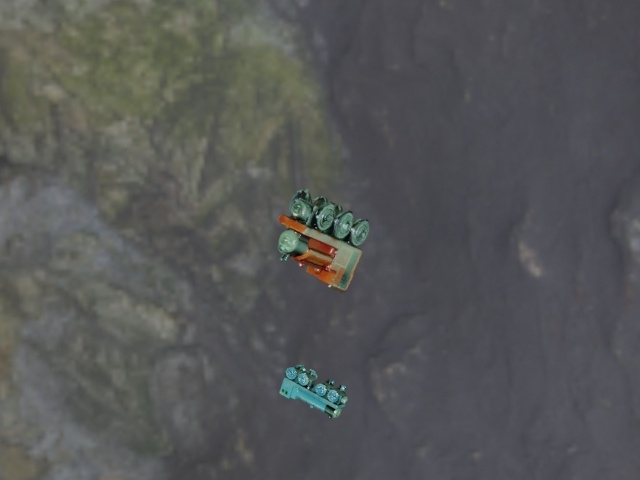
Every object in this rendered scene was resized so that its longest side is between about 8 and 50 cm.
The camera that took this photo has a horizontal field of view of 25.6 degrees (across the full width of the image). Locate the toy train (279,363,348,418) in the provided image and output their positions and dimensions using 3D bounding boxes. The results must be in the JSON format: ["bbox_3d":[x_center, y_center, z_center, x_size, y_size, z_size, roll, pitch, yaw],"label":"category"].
[{"bbox_3d":[-0.008,0.185,1.717,0.092,0.029,0.045,26,108,27],"label":"toy train"}]

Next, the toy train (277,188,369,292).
[{"bbox_3d":[0.000,0.000,2.017,0.074,0.176,0.118,26,92,33],"label":"toy train"}]
